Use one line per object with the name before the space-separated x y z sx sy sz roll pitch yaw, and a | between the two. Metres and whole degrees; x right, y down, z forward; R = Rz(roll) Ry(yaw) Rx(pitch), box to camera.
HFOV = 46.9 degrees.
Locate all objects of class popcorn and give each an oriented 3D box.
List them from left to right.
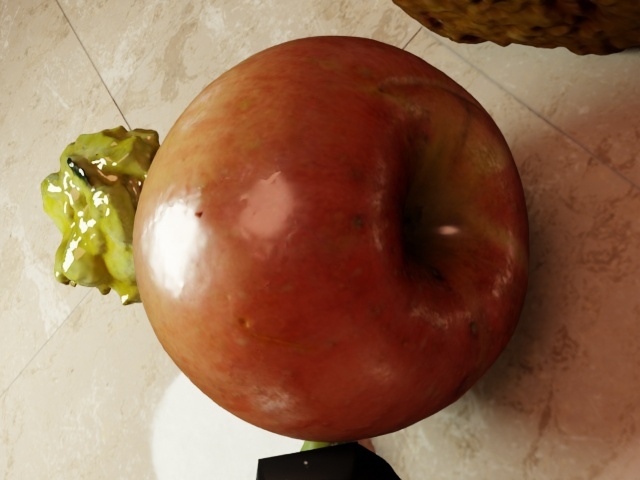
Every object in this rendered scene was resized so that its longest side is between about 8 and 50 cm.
popcorn | -0.264 -0.034 1.025 0.286 0.215 0.252 6 106 43

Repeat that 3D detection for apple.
apple | 0.000 0.000 0.684 0.363 0.364 0.364 -18 59 32

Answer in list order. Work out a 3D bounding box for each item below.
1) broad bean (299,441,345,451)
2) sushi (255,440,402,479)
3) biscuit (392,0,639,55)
broad bean | -0.013 0.268 0.770 0.070 0.048 0.214 122 166 -68
sushi | 0.067 0.309 0.576 0.212 0.215 0.227 -13 42 6
biscuit | 0.204 -0.299 0.677 0.395 0.342 0.166 12 82 45
